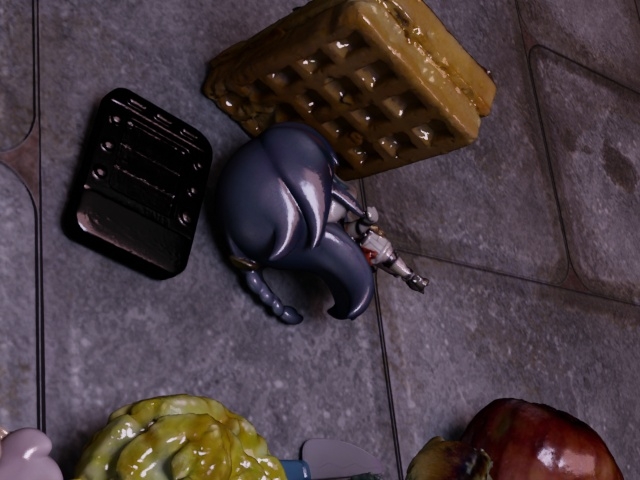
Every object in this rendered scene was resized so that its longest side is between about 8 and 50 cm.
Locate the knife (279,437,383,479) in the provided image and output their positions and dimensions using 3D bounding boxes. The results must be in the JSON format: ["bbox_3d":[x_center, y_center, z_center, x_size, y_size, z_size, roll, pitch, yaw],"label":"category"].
[{"bbox_3d":[-0.007,0.259,1.199,0.244,0.032,0.058,3,61,-50],"label":"knife"}]

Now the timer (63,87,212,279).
[{"bbox_3d":[-0.199,-0.061,1.142,0.144,0.055,0.187,29,56,-31],"label":"timer"}]

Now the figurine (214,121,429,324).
[{"bbox_3d":[-0.007,-0.010,1.219,0.197,0.175,0.265,-30,85,-31],"label":"figurine"}]

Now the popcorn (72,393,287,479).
[{"bbox_3d":[-0.127,0.248,0.963,0.221,0.184,0.204,45,44,-26],"label":"popcorn"}]

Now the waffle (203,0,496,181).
[{"bbox_3d":[0.024,-0.176,1.219,0.224,0.328,0.098,44,57,-24],"label":"waffle"}]

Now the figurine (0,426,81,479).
[{"bbox_3d":[-0.301,0.199,0.871,0.229,0.112,0.137,46,72,-10],"label":"figurine"}]

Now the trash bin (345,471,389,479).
[{"bbox_3d":[0.014,0.447,0.965,0.259,0.295,0.381,46,34,-19],"label":"trash bin"}]

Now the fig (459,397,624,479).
[{"bbox_3d":[0.280,0.320,1.324,0.224,0.224,0.263,-34,112,-48],"label":"fig"}]

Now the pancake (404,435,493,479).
[{"bbox_3d":[0.187,0.377,0.921,0.305,0.067,0.426,33,32,-20],"label":"pancake"}]
